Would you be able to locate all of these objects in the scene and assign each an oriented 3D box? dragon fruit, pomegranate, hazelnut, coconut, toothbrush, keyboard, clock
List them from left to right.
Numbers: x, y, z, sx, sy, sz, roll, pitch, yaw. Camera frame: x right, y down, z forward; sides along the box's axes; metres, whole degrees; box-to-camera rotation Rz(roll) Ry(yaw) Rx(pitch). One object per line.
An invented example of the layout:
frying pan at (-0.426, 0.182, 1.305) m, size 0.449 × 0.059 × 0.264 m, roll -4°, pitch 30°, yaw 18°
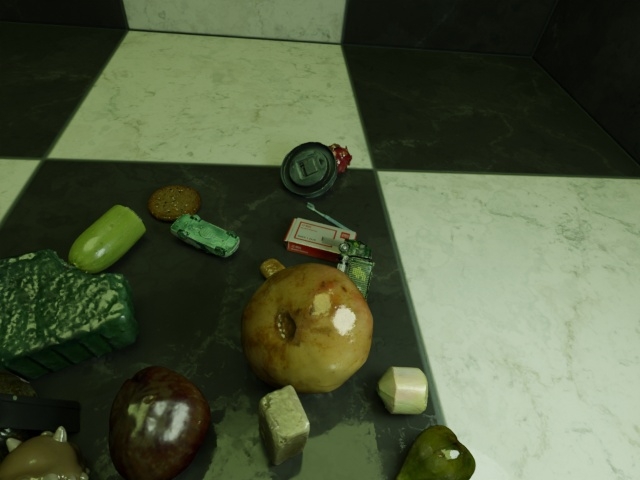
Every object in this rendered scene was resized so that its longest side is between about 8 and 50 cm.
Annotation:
keyboard at (-0.607, 0.370, 0.869) m, size 0.023 × 0.231 × 0.072 m, roll -26°, pitch 60°, yaw 3°
hazelnut at (-0.348, 0.393, 0.887) m, size 0.217 × 0.218 × 0.234 m, roll -10°, pitch 47°, yaw -16°
clock at (-0.044, -0.275, 1.590) m, size 0.225 × 0.049 × 0.226 m, roll -4°, pitch 72°, yaw 14°
pomegranate at (-0.024, 0.223, 1.035) m, size 0.337 × 0.338 × 0.338 m, roll 4°, pitch 46°, yaw -4°
toothbrush at (0.032, -0.082, 1.510) m, size 0.219 × 0.019 × 0.016 m, roll 35°, pitch 47°, yaw 24°
dragon fruit at (0.045, -0.330, 1.676) m, size 0.165 × 0.136 × 0.133 m, roll -31°, pitch 65°, yaw -7°
coconut at (0.203, 0.380, 1.035) m, size 0.122 × 0.116 × 0.116 m, roll 6°, pitch 46°, yaw 1°

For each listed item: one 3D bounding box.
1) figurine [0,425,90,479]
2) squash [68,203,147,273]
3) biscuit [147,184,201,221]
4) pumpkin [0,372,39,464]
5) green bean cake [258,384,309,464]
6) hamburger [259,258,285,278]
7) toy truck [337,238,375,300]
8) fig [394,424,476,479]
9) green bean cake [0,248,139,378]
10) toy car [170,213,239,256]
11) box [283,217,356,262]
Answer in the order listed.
figurine at (-0.549, 0.497, 0.784) m, size 0.177 × 0.173 × 0.247 m, roll 6°, pitch 46°, yaw -2°
squash at (-0.669, 0.008, 1.261) m, size 0.132 × 0.133 × 0.247 m, roll 21°, pitch 49°, yaw 12°
biscuit at (-0.529, -0.136, 1.483) m, size 0.187 × 0.027 × 0.188 m, roll 3°, pitch 47°, yaw -3°
pumpkin at (-0.744, 0.392, 0.846) m, size 0.260 × 0.189 × 0.260 m, roll 4°, pitch 48°, yaw -4°
green bean cake at (-0.085, 0.416, 0.916) m, size 0.085 × 0.179 × 0.109 m, roll -15°, pitch 53°, yaw -22°
hamburger at (-0.152, 0.095, 1.303) m, size 0.083 × 0.044 × 0.076 m, roll 38°, pitch 54°, yaw 22°
toy truck at (0.092, 0.122, 1.248) m, size 0.121 × 0.088 × 0.259 m, roll 13°, pitch 59°, yaw 6°
fig at (0.252, 0.504, 0.916) m, size 0.184 × 0.127 × 0.133 m, roll -20°, pitch 66°, yaw -29°
green bean cake at (-0.659, 0.168, 1.065) m, size 0.307 × 0.169 × 0.300 m, roll -17°, pitch 61°, yaw -18°
toy car at (-0.379, -0.008, 1.350) m, size 0.224 × 0.076 × 0.090 m, roll 24°, pitch 47°, yaw 4°
box at (0.000, 0.000, 1.407) m, size 0.229 × 0.050 × 0.123 m, roll 15°, pitch 47°, yaw 6°
